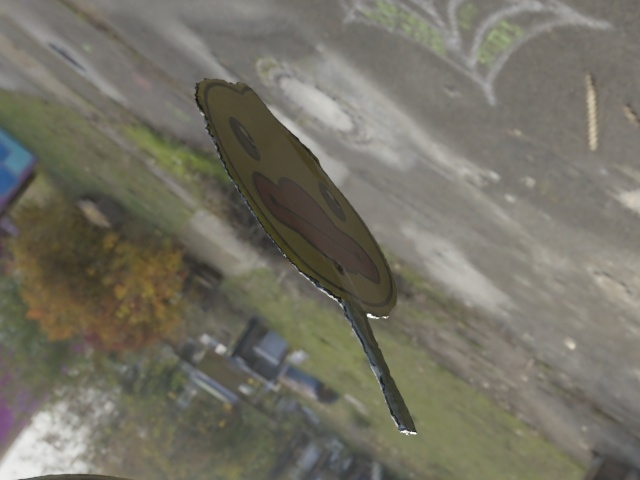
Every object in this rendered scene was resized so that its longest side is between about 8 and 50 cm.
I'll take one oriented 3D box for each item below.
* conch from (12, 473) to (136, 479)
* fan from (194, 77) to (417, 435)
[{"bbox_3d":[-0.091,0.271,0.745,0.249,0.197,0.368,56,171,37],"label":"conch"},{"bbox_3d":[0.001,-0.001,0.869,0.229,0.011,0.335,31,-152,-52],"label":"fan"}]
